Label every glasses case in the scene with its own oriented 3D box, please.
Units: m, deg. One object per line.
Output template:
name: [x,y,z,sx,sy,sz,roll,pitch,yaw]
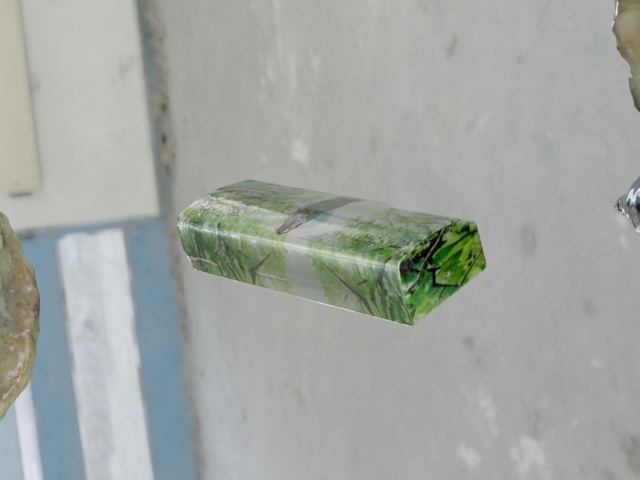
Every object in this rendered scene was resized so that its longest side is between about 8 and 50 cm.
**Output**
glasses case: [0.000,0.000,1.029,0.272,0.095,0.062,11,127,46]

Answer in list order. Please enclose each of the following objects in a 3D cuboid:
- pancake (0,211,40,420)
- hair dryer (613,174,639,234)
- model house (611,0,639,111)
pancake: [-0.205,0.046,0.611,0.028,0.158,0.158,46,-155,-62]
hair dryer: [0.256,-0.036,0.767,0.189,0.107,0.352,59,168,-10]
model house: [0.493,-0.123,0.968,0.399,0.395,0.445,-4,132,35]
